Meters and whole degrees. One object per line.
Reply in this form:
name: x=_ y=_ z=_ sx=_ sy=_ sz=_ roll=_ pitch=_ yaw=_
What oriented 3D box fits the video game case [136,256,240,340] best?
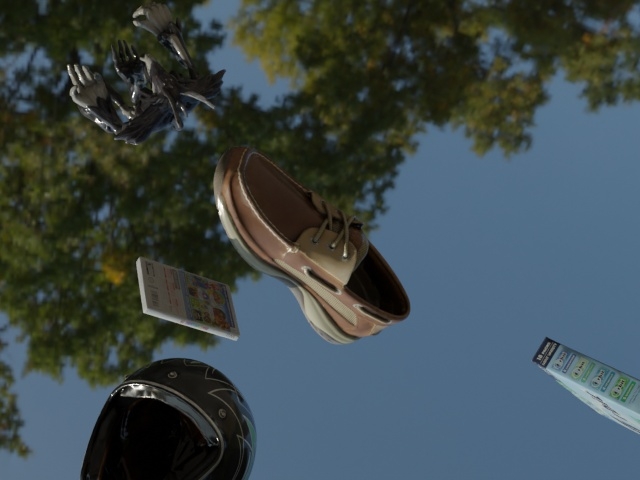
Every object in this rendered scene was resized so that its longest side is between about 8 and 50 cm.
video game case: x=-0.153 y=0.067 z=1.308 sx=0.122 sy=0.011 sz=0.087 roll=20 pitch=-148 yaw=-30

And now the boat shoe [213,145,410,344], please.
boat shoe: x=0.000 y=0.000 z=1.308 sx=0.116 sy=0.324 sz=0.123 roll=-11 pitch=-131 yaw=32

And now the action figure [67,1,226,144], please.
action figure: x=-0.228 y=-0.197 z=1.399 sx=0.164 sy=0.141 sz=0.275 roll=-40 pitch=-156 yaw=-18

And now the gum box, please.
gum box: x=0.372 y=0.196 z=1.389 sx=0.157 sy=0.041 sz=0.184 roll=36 pitch=173 yaw=-36

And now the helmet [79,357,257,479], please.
helmet: x=-0.140 y=0.198 z=1.106 sx=0.169 sy=0.169 sz=0.161 roll=22 pitch=-107 yaw=5
